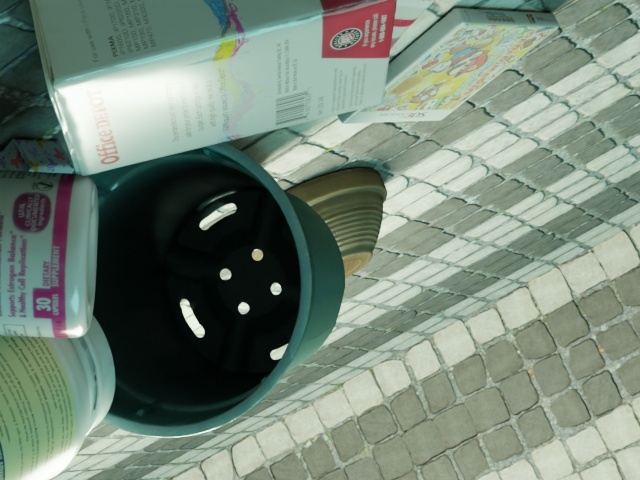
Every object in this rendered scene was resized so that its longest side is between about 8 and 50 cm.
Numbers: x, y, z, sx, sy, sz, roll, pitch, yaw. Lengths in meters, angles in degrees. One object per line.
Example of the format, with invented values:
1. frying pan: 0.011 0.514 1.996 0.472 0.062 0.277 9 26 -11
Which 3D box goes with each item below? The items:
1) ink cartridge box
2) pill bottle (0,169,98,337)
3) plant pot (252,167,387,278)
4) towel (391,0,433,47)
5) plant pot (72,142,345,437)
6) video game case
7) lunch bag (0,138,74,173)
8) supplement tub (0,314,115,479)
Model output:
1. ink cartridge box: -0.096 -0.185 1.373 0.306 0.131 0.226 -13 162 -7
2. pill bottle: -0.362 0.009 1.460 0.283 0.160 0.160 2 160 -4
3. plant pot: 0.000 0.000 2.200 0.237 0.109 0.237 -22 165 -6
4. towel: 0.061 -0.268 1.576 0.237 0.037 0.329 -12 159 -40
5. plant pot: -0.131 0.052 1.829 0.341 0.341 0.334 -29 171 12
6. video game case: 0.160 -0.215 1.901 0.206 0.026 0.227 -7 156 -48
7. lunch bag: -0.318 -0.068 1.618 0.083 0.053 0.071 -45 158 28
8. supplement tub: -0.387 0.180 1.561 0.235 0.235 0.325 -37 178 37
